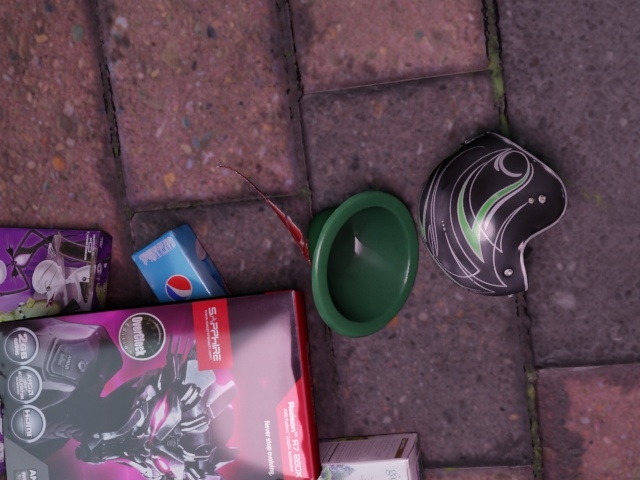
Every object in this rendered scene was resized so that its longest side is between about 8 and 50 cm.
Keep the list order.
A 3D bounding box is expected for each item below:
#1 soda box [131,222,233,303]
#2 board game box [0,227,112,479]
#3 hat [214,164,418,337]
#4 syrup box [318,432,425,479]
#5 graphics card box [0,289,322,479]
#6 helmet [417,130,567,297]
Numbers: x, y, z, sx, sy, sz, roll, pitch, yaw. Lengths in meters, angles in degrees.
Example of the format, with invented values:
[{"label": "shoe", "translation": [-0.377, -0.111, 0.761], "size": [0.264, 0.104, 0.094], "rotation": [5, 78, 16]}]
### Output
[{"label": "soda box", "translation": [-0.152, 0.085, 1.327], "size": [0.067, 0.071, 0.210], "rotation": [-31, 92, 14]}, {"label": "board game box", "translation": [-0.394, 0.156, 1.349], "size": [0.208, 0.056, 0.347], "rotation": [1, 79, 17]}, {"label": "hat", "translation": [0.000, 0.000, 1.292], "size": [0.183, 0.173, 0.209], "rotation": [17, 118, 47]}, {"label": "syrup box", "translation": [0.013, 0.314, 1.318], "size": [0.236, 0.096, 0.093], "rotation": [-7, 99, 14]}, {"label": "graphics card box", "translation": [-0.193, 0.191, 1.237], "size": [0.370, 0.094, 0.233], "rotation": [-6, 87, 3]}, {"label": "helmet", "translation": [0.193, -0.023, 1.182], "size": [0.169, 0.169, 0.161], "rotation": [39, 90, 4]}]
